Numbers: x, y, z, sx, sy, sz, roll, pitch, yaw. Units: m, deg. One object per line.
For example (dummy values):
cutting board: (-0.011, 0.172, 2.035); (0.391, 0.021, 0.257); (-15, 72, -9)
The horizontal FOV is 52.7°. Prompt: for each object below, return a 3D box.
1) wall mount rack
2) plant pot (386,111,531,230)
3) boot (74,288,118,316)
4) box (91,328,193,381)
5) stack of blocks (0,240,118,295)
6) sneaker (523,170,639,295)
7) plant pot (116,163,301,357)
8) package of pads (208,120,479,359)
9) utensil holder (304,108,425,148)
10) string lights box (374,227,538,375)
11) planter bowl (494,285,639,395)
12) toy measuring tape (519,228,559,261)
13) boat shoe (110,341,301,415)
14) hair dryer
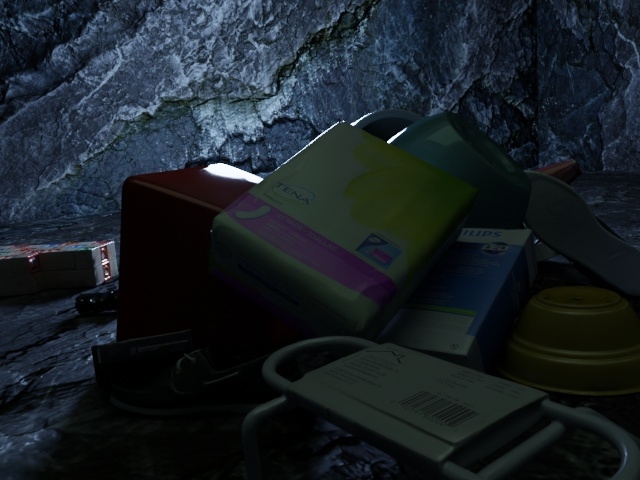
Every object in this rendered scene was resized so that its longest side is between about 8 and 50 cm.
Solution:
wall mount rack: (0.116, 0.162, 0.536); (0.304, 0.131, 0.350); (-15, 14, -33)
plant pot: (0.199, -0.066, 1.068); (0.293, 0.235, 0.293); (31, 28, -18)
boot: (-0.409, 0.113, 1.258); (0.099, 0.045, 0.121); (-6, 10, 12)
box: (-0.230, 0.149, 0.825); (0.116, 0.029, 0.162); (-8, -16, -20)
stack of blocks: (-0.651, 0.064, 1.508); (0.297, 0.087, 0.171); (-3, 10, 5)
sneaker: (0.448, -0.012, 1.158); (0.295, 0.104, 0.147); (39, 4, 3)
plant pot: (-0.130, 0.039, 1.000); (0.235, 0.267, 0.267); (12, 15, 21)
package of pads: (0.029, -0.015, 0.813); (0.229, 0.101, 0.296); (31, 49, 19)
utensil holder: (0.120, -0.164, 1.744); (0.327, 0.328, 0.385); (-8, 5, -20)
string lights box: (0.176, 0.080, 0.830); (0.133, 0.077, 0.260); (3, 34, 35)
planter bowl: (0.325, 0.111, 0.816); (0.217, 0.090, 0.217); (-5, 9, 1)
toy measuring tape: (0.396, 0.010, 1.276); (0.330, 0.121, 0.121); (-10, 11, -32)
boat shoe: (-0.138, 0.160, 0.770); (0.233, 0.079, 0.084); (-4, 11, 8)
hair dryer: (0.432, -0.069, 1.360); (0.223, 0.080, 0.293); (-9, -30, -32)
